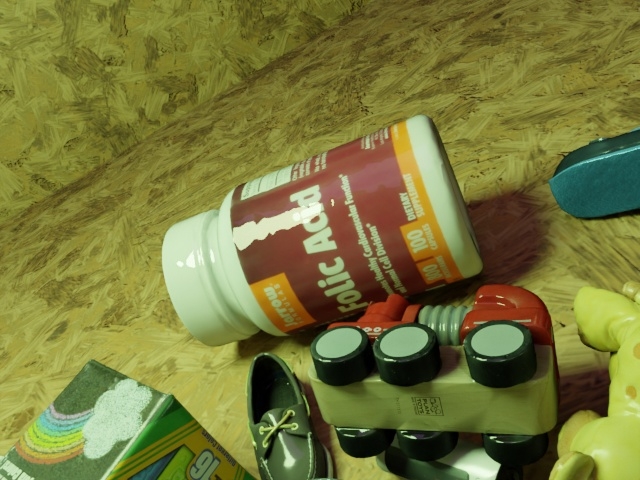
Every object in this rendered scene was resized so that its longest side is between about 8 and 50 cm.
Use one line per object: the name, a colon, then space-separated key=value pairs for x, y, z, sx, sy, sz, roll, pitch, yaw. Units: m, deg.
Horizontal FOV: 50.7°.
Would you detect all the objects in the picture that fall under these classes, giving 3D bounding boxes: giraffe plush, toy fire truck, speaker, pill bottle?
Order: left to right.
pill bottle: x=0.000 y=0.000 z=0.921 sx=0.392 sy=0.224 sz=0.224 roll=-20 pitch=29 yaw=15
speaker: x=0.121 y=0.213 z=0.643 sx=0.136 sy=0.055 sz=0.055 roll=5 pitch=42 yaw=44
toy fire truck: x=0.130 y=0.106 z=0.685 sx=0.216 sy=0.159 sz=0.246 roll=-5 pitch=28 yaw=24
giraffe plush: x=0.258 y=0.146 z=0.528 sx=0.181 sy=0.210 sz=0.171 roll=29 pitch=87 yaw=15

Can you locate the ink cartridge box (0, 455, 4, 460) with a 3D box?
ink cartridge box: x=-0.402 y=0.368 z=0.817 sx=0.139 sy=0.082 sz=0.191 roll=-6 pitch=33 yaw=34

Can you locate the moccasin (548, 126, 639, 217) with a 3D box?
moccasin: x=0.452 y=-0.119 z=0.819 sx=0.341 sy=0.138 sz=0.117 roll=-4 pitch=32 yaw=36

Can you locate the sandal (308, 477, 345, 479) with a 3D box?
sandal: x=0.067 y=0.267 z=0.600 sx=0.254 sy=0.054 sz=0.097 roll=-10 pitch=61 yaw=30

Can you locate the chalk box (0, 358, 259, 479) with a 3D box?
chalk box: x=-0.235 y=0.298 z=0.673 sx=0.180 sy=0.179 sz=0.289 roll=6 pitch=50 yaw=46

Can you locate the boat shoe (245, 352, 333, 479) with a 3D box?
boat shoe: x=-0.046 y=0.215 z=0.769 sx=0.081 sy=0.069 sz=0.228 roll=-28 pitch=28 yaw=0
